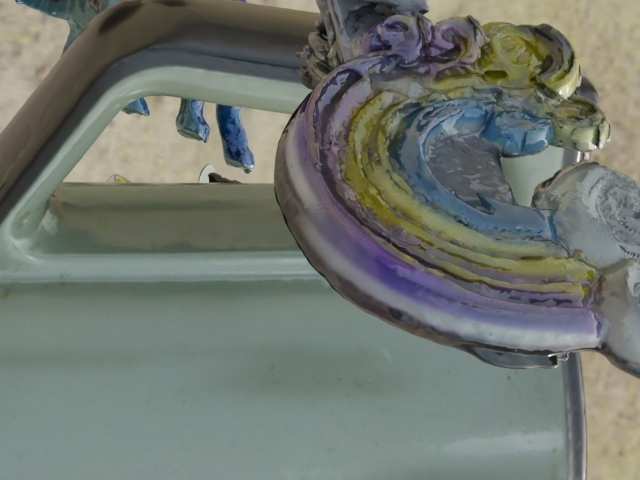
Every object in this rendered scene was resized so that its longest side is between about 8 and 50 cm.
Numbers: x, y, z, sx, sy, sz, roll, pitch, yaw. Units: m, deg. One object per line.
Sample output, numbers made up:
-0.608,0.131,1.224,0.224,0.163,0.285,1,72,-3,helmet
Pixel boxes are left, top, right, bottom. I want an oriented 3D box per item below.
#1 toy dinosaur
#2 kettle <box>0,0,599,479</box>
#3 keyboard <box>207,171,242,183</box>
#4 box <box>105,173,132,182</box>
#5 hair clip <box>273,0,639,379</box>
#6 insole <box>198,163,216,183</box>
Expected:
-0.096,-0.125,1.044,0.329,0.076,0.144,7,88,-10,toy dinosaur
-0.064,0.042,0.801,0.250,0.376,0.361,-99,-172,-56,kettle
-0.011,-0.005,1.358,0.018,0.195,0.060,-50,152,-36,keyboard
-0.195,0.094,1.414,0.097,0.168,0.265,30,38,-29,box
0.040,-0.020,0.494,0.116,0.172,0.049,-11,142,-17,hair clip
-0.106,-0.025,1.770,0.153,0.002,0.053,71,35,-43,insole
